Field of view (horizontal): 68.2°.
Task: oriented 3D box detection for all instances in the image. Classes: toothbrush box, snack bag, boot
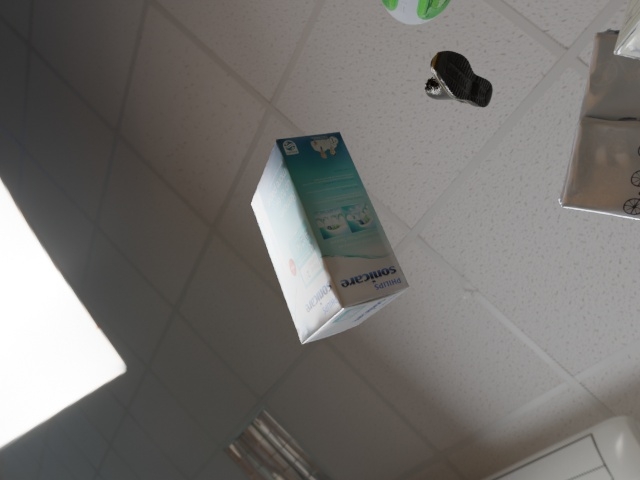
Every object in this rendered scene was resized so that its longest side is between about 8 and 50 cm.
[{"bbox_3d":[0.000,0.000,0.816,0.296,0.126,0.216,68,-27,17],"label":"toothbrush box"},{"bbox_3d":[0.603,-0.200,0.812,0.323,0.037,0.343,20,-72,48],"label":"snack bag"},{"bbox_3d":[0.250,-0.329,0.985,0.137,0.197,0.077,23,-86,45],"label":"boot"}]

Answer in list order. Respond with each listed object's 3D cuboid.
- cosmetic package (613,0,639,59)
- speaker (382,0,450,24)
[{"bbox_3d":[0.477,-0.388,0.560,0.113,0.160,0.310,17,-94,11],"label":"cosmetic package"},{"bbox_3d":[0.143,-0.408,0.661,0.131,0.296,0.131,1,-85,7],"label":"speaker"}]
